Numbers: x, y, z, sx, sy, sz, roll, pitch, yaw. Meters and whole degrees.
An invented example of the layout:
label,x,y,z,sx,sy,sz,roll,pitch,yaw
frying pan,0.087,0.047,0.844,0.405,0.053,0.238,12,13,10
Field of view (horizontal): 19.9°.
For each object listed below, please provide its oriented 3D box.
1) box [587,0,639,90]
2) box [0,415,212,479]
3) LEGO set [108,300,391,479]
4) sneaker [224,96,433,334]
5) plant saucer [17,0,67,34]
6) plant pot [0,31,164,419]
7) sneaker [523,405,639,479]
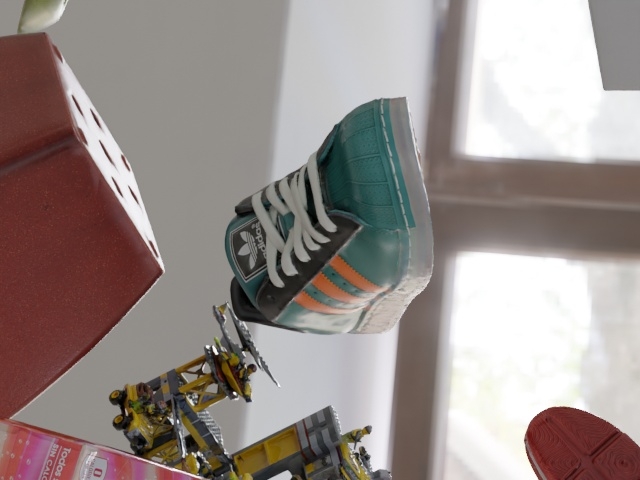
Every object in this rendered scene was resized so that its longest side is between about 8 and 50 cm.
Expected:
label,x,y,z,sx,sy,sz,roll,pitch,yaw
box,0.329,-0.190,1.521,0.170,0.091,0.130,3,30,32
box,-0.202,0.274,1.196,0.142,0.300,0.154,10,-11,34
LEGO set,-0.040,0.235,1.767,0.192,0.255,0.331,-27,-62,7
sneaker,0.000,0.000,1.216,0.121,0.108,0.302,-7,-22,-9
plant saucer,-0.251,-0.315,1.841,0.037,0.241,0.241,20,-13,-9
plant pot,-0.291,-0.028,1.606,0.235,0.267,0.267,-27,-51,2
sneaker,0.211,0.228,1.303,0.087,0.221,0.128,-31,-18,-33
